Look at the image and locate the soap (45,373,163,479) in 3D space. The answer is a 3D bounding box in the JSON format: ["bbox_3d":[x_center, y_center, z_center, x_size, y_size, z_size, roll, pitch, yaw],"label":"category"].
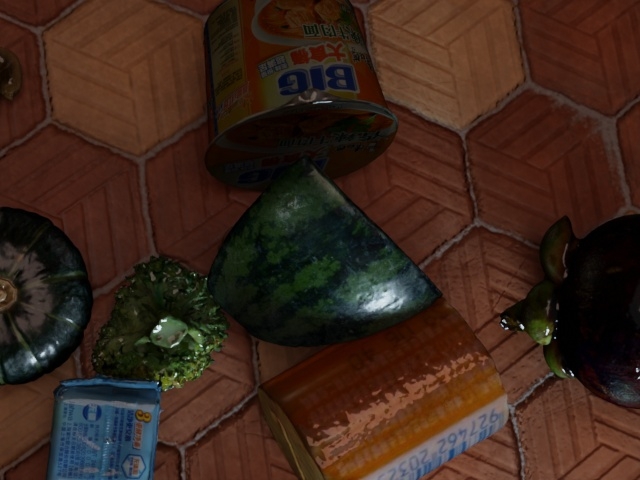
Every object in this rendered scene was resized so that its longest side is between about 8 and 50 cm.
[{"bbox_3d":[-0.304,0.323,1.734,0.156,0.077,0.293,8,94,-5],"label":"soap"}]

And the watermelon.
[{"bbox_3d":[0.010,0.036,1.779,0.283,0.292,0.250,-35,80,29],"label":"watermelon"}]

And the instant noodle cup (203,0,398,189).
[{"bbox_3d":[-0.046,-0.228,1.829,0.296,0.296,0.214,-8,70,-11],"label":"instant noodle cup"}]

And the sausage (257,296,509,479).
[{"bbox_3d":[0.088,0.235,1.771,0.287,0.233,0.233,-29,85,-13],"label":"sausage"}]

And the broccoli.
[{"bbox_3d":[-0.225,0.122,1.759,0.219,0.194,0.194,-34,86,-9],"label":"broccoli"}]

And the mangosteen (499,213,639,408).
[{"bbox_3d":[0.460,0.104,1.848,0.311,0.311,0.311,2,79,-10],"label":"mangosteen"}]

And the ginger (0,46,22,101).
[{"bbox_3d":[-0.521,-0.215,1.844,0.133,0.059,0.214,27,77,-12],"label":"ginger"}]

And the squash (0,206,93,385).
[{"bbox_3d":[-0.442,0.077,1.743,0.252,0.165,0.252,1,82,-10],"label":"squash"}]
